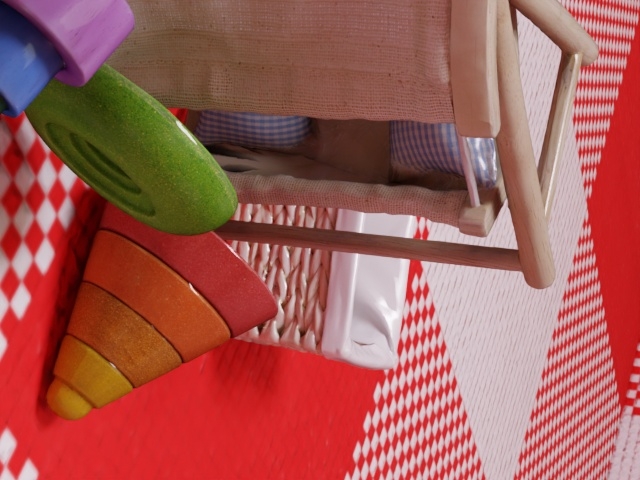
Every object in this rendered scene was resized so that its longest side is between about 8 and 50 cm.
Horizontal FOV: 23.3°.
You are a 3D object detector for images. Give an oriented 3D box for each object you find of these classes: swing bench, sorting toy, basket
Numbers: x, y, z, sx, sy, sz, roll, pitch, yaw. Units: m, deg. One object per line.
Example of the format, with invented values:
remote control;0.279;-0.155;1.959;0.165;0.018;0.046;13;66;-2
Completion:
swing bench;-0.001;-0.105;0.855;0.254;0.253;0.165;52;48;-59
sorting toy;-0.122;-0.001;0.763;0.126;0.127;0.365;-52;160;-15
basket;0.000;0.000;1.084;0.113;0.103;0.167;24;74;-67
